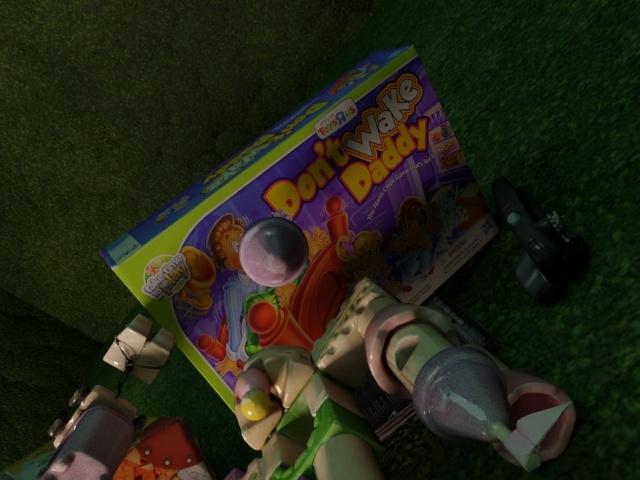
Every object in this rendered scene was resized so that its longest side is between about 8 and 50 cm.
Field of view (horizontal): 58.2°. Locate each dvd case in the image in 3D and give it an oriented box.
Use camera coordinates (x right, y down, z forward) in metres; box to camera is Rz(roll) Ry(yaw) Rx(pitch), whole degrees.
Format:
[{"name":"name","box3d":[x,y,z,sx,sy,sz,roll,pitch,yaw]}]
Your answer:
[{"name":"dvd case","box3d":[0.053,0.134,0.602,0.221,0.018,0.164,-37,28,-3]}]

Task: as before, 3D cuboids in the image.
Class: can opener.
[{"name":"can opener","box3d":[0.201,-0.019,0.568,0.073,0.059,0.186,-46,21,25]}]

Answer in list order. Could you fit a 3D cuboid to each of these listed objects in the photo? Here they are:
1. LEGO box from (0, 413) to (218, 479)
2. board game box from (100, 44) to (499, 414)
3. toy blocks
[{"name":"LEGO box","box3d":[-0.375,0.414,0.774,0.373,0.193,0.500,-28,2,-33]},{"name":"board game box","box3d":[0.000,0.000,0.584,0.347,0.233,0.078,-40,25,-15]},{"name":"toy blocks","box3d":[-0.008,0.156,0.379,0.288,0.309,0.260,-54,12,3]}]
